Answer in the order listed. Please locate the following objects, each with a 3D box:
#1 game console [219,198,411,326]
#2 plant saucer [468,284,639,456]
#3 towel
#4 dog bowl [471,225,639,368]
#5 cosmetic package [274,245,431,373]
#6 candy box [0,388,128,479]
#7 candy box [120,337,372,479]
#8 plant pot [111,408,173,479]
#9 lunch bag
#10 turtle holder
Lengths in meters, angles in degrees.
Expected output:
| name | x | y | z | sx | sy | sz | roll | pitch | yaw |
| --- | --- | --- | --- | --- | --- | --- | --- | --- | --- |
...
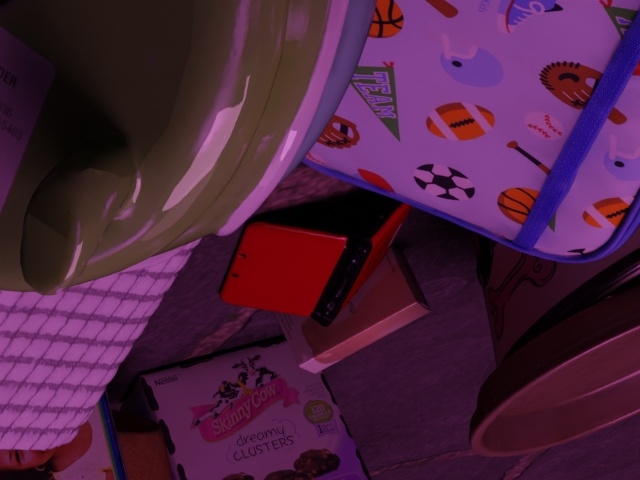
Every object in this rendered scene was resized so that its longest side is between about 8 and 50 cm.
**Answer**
| name | x | y | z | sx | sy | sz | roll | pitch | yaw |
| --- | --- | --- | --- | --- | --- | --- | --- | --- | --- |
| game console | 0.000 | 0.000 | 1.544 | 0.124 | 0.085 | 0.144 | -50 | 173 | -28 |
| plant saucer | 0.239 | 0.093 | 1.579 | 0.278 | 0.041 | 0.278 | -22 | 161 | -8 |
| towel | -0.197 | 0.000 | 1.075 | 0.235 | 0.121 | 0.284 | -55 | 151 | 16 |
| dog bowl | 0.306 | -0.018 | 1.652 | 0.408 | 0.150 | 0.408 | -21 | 161 | -8 |
| cosmetic package | 0.026 | 0.057 | 1.649 | 0.115 | 0.060 | 0.041 | -31 | 159 | 12 |
| candy box | -0.326 | 0.168 | 1.343 | 0.317 | 0.122 | 0.268 | -15 | 177 | -27 |
| candy box | -0.056 | 0.193 | 1.695 | 0.165 | 0.196 | 0.070 | -14 | 157 | -28 |
| plant pot | -0.201 | 0.266 | 1.606 | 0.237 | 0.254 | 0.237 | 9 | -177 | 0 |
| lunch bag | 0.106 | -0.113 | 1.054 | 0.303 | 0.243 | 0.115 | 111 | 3 | -61 |
| turtle holder | -0.087 | -0.146 | 0.822 | 0.243 | 0.320 | 0.227 | 3 | -169 | 30 |
